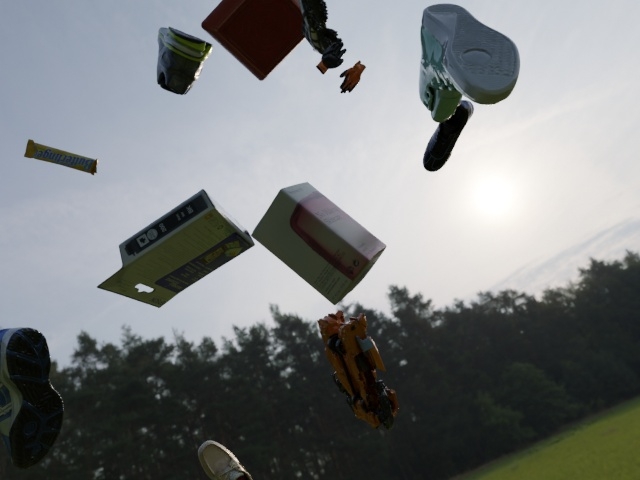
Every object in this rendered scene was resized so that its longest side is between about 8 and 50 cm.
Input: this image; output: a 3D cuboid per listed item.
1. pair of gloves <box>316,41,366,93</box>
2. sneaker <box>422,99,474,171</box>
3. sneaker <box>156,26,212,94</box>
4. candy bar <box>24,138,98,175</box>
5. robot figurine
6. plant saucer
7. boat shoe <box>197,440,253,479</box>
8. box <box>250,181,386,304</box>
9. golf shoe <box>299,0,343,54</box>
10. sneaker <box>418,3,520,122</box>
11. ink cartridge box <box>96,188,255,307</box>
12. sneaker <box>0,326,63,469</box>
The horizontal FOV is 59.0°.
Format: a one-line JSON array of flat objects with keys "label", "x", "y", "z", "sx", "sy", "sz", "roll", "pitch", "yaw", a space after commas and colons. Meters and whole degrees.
[{"label": "pair of gloves", "x": 0.037, "y": -0.309, "z": 1.013, "sx": 0.074, "sy": 0.083, "sz": 0.010, "roll": -56, "pitch": 19, "yaw": -18}, {"label": "sneaker", "x": 0.351, "y": -0.294, "z": 1.610, "sx": 0.090, "sy": 0.081, "sz": 0.232, "roll": -28, "pitch": -32, "yaw": -58}, {"label": "sneaker", "x": -0.310, "y": -0.380, "z": 1.210, "sx": 0.111, "sy": 0.300, "sz": 0.121, "roll": 20, "pitch": -80, "yaw": -20}, {"label": "candy bar", "x": -0.555, "y": -0.178, "z": 1.219, "sx": 0.161, "sy": 0.040, "sz": 0.018, "roll": 16, "pitch": 6, "yaw": -1}, {"label": "robot figurine", "x": 0.097, "y": 0.315, "z": 1.359, "sx": 0.085, "sy": 0.291, "sz": 0.211, "roll": -27, "pitch": 11, "yaw": -26}, {"label": "plant saucer", "x": -0.156, "y": -0.605, "z": 1.596, "sx": 0.259, "sy": 0.048, "sz": 0.258, "roll": -41, "pitch": -45, "yaw": 15}, {"label": "boat shoe", "x": -0.164, "y": 0.449, "z": 1.073, "sx": 0.063, "sy": 0.170, "sz": 0.059, "roll": -41, "pitch": -1, "yaw": -31}, {"label": "box", "x": 0.000, "y": 0.000, "z": 1.185, "sx": 0.127, "sy": 0.232, "sz": 0.148, "roll": -54, "pitch": -10, "yaw": 22}, {"label": "golf shoe", "x": -0.022, "y": -0.542, "z": 1.414, "sx": 0.077, "sy": 0.093, "sz": 0.198, "roll": -51, "pitch": -44, "yaw": -22}, {"label": "sneaker", "x": 0.204, "y": -0.219, "z": 0.801, "sx": 0.094, "sy": 0.256, "sz": 0.151, "roll": -7, "pitch": -49, "yaw": -3}, {"label": "ink cartridge box", "x": -0.227, "y": 0.022, "z": 0.909, "sx": 0.208, "sy": 0.045, "sz": 0.206, "roll": -34, "pitch": -19, "yaw": -1}, {"label": "sneaker", "x": -0.425, "y": 0.220, "z": 0.803, "sx": 0.081, "sy": 0.211, "sz": 0.080, "roll": 5, "pitch": 10, "yaw": 26}]
